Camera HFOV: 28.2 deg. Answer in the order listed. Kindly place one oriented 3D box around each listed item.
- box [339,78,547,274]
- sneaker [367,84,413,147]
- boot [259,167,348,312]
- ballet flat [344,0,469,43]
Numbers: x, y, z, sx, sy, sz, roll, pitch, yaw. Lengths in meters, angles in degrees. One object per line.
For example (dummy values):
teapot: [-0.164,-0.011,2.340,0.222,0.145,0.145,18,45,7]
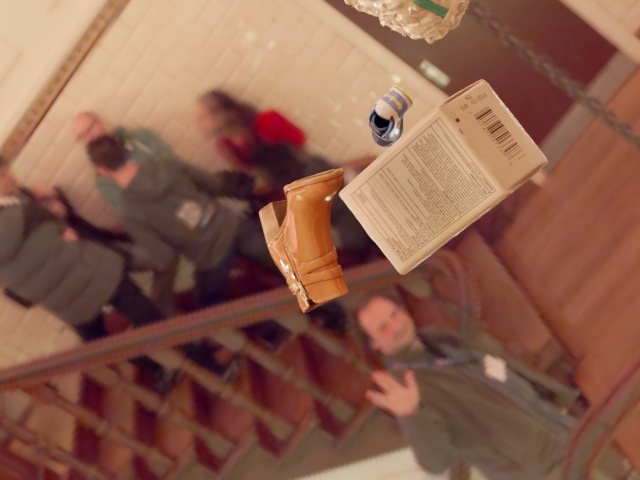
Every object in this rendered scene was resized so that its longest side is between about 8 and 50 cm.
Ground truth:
box: [0.165,-0.084,1.730,0.127,0.148,0.232,-34,-4,-46]
sneaker: [0.095,-0.180,1.933,0.059,0.053,0.144,-46,-13,-23]
boot: [0.000,0.000,1.635,0.073,0.152,0.197,-17,-11,-30]
ballet flat: [0.007,-0.365,1.490,0.409,0.147,0.147,38,93,35]
